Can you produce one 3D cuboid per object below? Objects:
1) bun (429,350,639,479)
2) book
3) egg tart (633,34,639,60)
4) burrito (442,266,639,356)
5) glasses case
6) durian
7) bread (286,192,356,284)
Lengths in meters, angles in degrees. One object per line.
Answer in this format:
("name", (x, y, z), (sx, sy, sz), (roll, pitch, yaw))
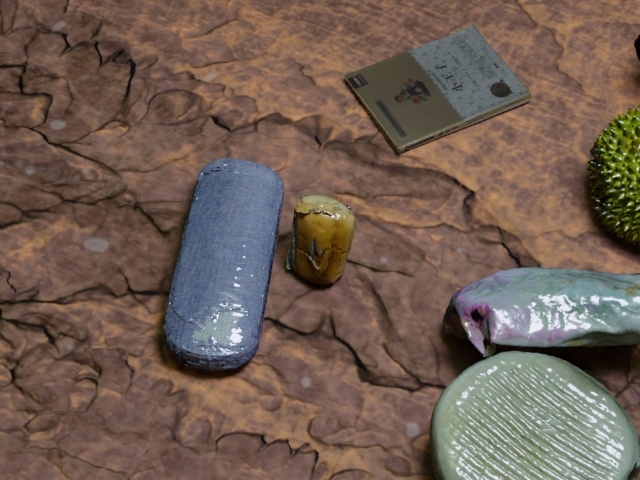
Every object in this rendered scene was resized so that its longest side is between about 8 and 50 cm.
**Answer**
("bun", (0.219, 0.219, 1.684), (0.221, 0.108, 0.221), (0, 61, 1))
("book", (0.148, -0.193, 2.034), (0.198, 0.016, 0.138), (-23, 58, -19))
("egg tart", (0.504, -0.246, 1.960), (0.215, 0.215, 0.171), (25, 80, 14))
("burrito", (0.256, 0.075, 1.775), (0.228, 0.144, 0.089), (-2, 97, -8))
("glasses case", (-0.107, 0.022, 1.829), (0.109, 0.067, 0.282), (5, 55, 4))
("durian", (0.394, -0.073, 1.882), (0.159, 0.146, 0.198), (-6, 55, -8))
("bread", (0.000, 0.000, 1.826), (0.072, 0.106, 0.053), (17, 41, 9))
